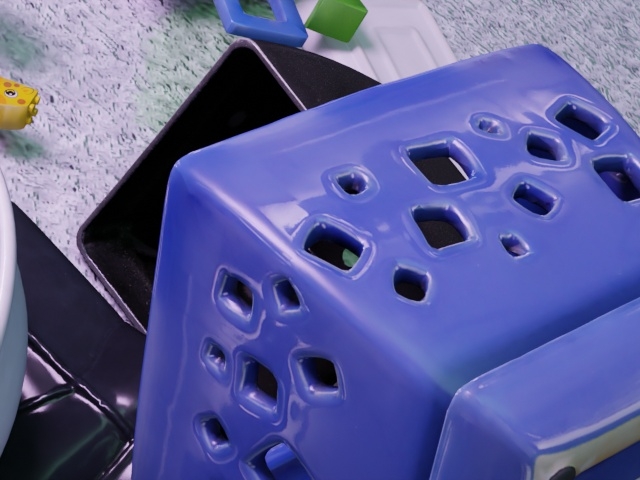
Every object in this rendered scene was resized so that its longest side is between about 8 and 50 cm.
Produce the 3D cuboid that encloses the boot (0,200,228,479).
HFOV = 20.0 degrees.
[{"bbox_3d":[-0.188,0.104,0.948,0.207,0.094,0.246,35,59,21],"label":"boot"}]

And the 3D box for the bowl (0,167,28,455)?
[{"bbox_3d":[-0.252,0.070,0.848,0.134,0.298,0.298,60,13,-54],"label":"bowl"}]

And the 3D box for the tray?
[{"bbox_3d":[0.081,-0.091,1.356,0.145,0.030,0.270,-4,56,-39],"label":"tray"}]

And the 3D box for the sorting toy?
[{"bbox_3d":[-0.095,-0.254,1.356,0.196,0.047,0.348,-6,52,-42],"label":"sorting toy"}]

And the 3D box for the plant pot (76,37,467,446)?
[{"bbox_3d":[0.000,0.000,1.117,0.187,0.188,0.167,52,30,15],"label":"plant pot"}]

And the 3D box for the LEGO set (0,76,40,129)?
[{"bbox_3d":[-0.221,-0.097,1.097,0.093,0.087,0.227,20,42,2],"label":"LEGO set"}]

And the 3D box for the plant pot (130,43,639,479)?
[{"bbox_3d":[0.070,0.075,0.848,0.236,0.236,0.212,-21,46,-36],"label":"plant pot"}]
